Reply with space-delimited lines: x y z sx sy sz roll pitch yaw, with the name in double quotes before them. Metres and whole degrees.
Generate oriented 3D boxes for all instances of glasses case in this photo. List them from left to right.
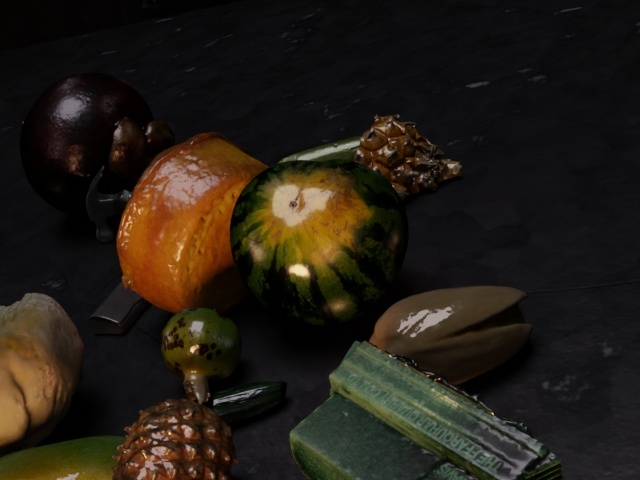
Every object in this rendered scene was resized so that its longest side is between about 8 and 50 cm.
"glasses case" -0.326 0.094 1.775 0.072 0.042 0.190 3 33 22

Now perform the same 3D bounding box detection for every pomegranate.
"pomegranate" -0.174 0.170 1.475 0.122 0.122 0.161 -10 56 16

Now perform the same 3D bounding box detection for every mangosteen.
"mangosteen" -0.447 -0.186 2.120 0.347 0.307 0.307 16 37 12

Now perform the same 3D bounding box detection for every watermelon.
"watermelon" -0.001 0.000 1.515 0.269 0.269 0.269 -15 27 8

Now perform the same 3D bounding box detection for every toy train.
"toy train" 0.103 0.242 1.101 0.178 0.138 0.330 -37 40 -25

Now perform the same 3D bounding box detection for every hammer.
"hammer" -0.346 -0.074 2.008 0.226 0.159 0.041 -3 36 2

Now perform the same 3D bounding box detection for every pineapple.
"pineapple" -0.203 0.320 1.166 0.141 0.170 0.310 -53 10 37
"pineapple" 0.159 -0.156 1.834 0.164 0.140 0.250 6 33 37

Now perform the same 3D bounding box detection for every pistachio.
"pistachio" 0.169 0.123 1.330 0.226 0.136 0.136 -16 27 -7

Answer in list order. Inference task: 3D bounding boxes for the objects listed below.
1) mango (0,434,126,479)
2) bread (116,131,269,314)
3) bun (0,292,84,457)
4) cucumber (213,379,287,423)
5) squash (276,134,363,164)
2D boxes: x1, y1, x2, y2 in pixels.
"mango" -0.343 0.324 1.292 0.251 0.114 0.156 -13 15 -17
"bread" -0.182 -0.023 1.652 0.172 0.312 0.312 26 48 32
"bun" -0.506 0.225 1.437 0.365 0.219 0.365 -17 10 3
"cucumber" -0.093 0.218 1.395 0.105 0.048 0.048 -16 27 -4
"squash" 0.022 -0.155 1.983 0.239 0.069 0.069 -16 27 3
